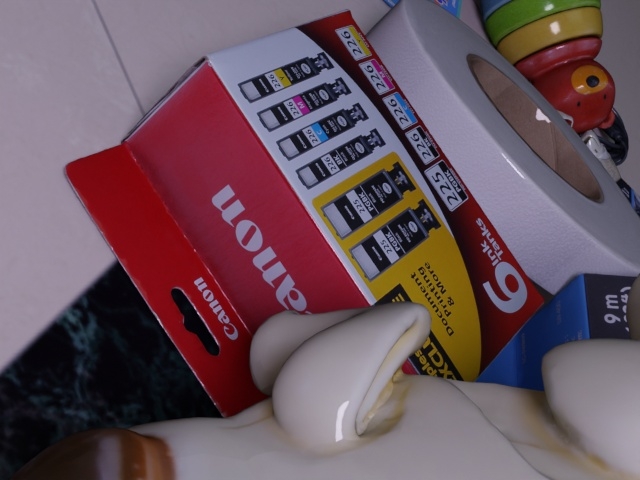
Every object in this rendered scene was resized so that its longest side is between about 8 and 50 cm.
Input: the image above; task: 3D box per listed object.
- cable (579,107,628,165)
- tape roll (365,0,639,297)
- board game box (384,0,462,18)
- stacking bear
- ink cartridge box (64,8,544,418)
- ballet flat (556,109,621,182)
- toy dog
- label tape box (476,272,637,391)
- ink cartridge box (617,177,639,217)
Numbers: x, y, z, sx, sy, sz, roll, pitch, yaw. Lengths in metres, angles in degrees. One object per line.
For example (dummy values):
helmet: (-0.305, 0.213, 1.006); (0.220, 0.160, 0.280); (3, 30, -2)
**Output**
cable: (0.386, -0.183, 1.349); (0.150, 0.047, 0.184); (3, 59, -51)
tape roll: (0.201, -0.098, 0.988); (0.392, 0.072, 0.392); (37, 26, -22)
board game box: (0.091, -0.362, 1.161); (0.210, 0.047, 0.160); (37, 42, -23)
stacking bear: (0.304, -0.277, 1.239); (0.175, 0.164, 0.289); (-14, 84, -17)
ink cartridge box: (0.000, 0.000, 0.744); (0.309, 0.130, 0.272); (56, 40, 0)
ballet flat: (0.316, -0.124, 1.182); (0.168, 0.052, 0.057); (26, 34, -5)
toy dog: (0.027, 0.199, 0.486); (0.407, 0.285, 0.395); (0, 33, -5)
label tape box: (0.273, 0.153, 0.783); (0.333, 0.106, 0.241); (4, 49, 4)
ink cartridge box: (0.400, 0.018, 1.214); (0.206, 0.045, 0.208); (42, 42, -17)
